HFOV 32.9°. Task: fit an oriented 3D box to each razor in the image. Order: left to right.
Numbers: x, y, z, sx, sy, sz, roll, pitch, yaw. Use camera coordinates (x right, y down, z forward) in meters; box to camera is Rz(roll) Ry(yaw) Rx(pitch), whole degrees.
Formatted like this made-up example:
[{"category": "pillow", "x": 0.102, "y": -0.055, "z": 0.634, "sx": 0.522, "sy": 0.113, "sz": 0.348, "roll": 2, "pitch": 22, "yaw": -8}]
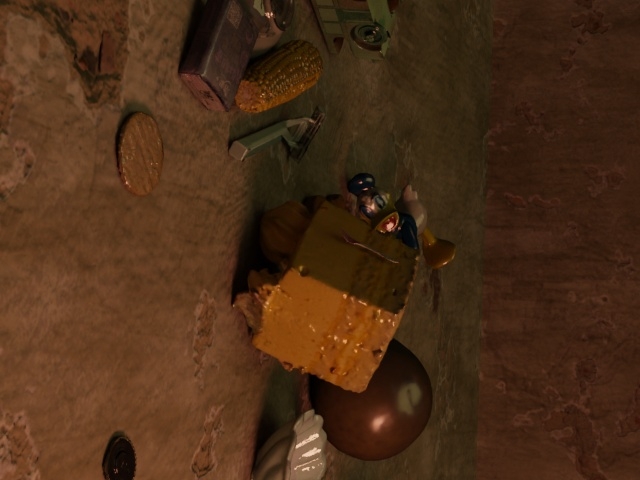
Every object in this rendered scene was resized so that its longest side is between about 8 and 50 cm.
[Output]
[{"category": "razor", "x": -0.086, "y": -0.181, "z": 1.906, "sx": 0.111, "sy": 0.056, "sz": 0.278, "roll": -58, "pitch": 164, "yaw": 24}]

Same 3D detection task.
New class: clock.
[{"category": "clock", "x": -0.271, "y": 0.307, "z": 1.476, "sx": 0.083, "sy": 0.010, "sz": 0.074, "roll": 68, "pitch": 30, "yaw": -46}]

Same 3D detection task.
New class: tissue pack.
[{"category": "tissue pack", "x": -0.156, "y": -0.293, "z": 1.681, "sx": 0.112, "sy": 0.051, "sz": 0.156, "roll": 50, "pitch": 53, "yaw": -57}]

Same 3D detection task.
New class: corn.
[{"category": "corn", "x": -0.071, "y": -0.284, "z": 1.876, "sx": 0.260, "sy": 0.091, "sz": 0.091, "roll": -47, "pitch": 156, "yaw": -57}]

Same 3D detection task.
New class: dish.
[{"category": "dish", "x": -0.100, "y": -0.412, "z": 1.808, "sx": 0.246, "sy": 0.078, "sz": 0.224, "roll": 66, "pitch": 33, "yaw": -48}]

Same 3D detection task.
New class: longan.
[{"category": "longan", "x": 0.097, "y": 0.308, "z": 2.162, "sx": 0.258, "sy": 0.258, "sz": 0.258, "roll": 1, "pitch": 90, "yaw": -70}]

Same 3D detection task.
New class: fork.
[{"category": "fork", "x": 0.080, "y": 0.011, "z": 1.808, "sx": 0.012, "sy": 0.115, "sz": 0.016, "roll": -59, "pitch": -175, "yaw": 43}]

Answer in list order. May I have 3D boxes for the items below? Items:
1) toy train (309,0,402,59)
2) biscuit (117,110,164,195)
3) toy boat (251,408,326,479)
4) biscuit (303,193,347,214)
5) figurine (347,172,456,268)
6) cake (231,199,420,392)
[{"category": "toy train", "x": 0.060, "y": -0.496, "z": 2.129, "sx": 0.326, "sy": 0.159, "sz": 0.129, "roll": 64, "pitch": 36, "yaw": -57}, {"category": "biscuit", "x": -0.250, "y": -0.121, "z": 1.507, "sx": 0.120, "sy": 0.015, "sz": 0.120, "roll": 2, "pitch": 90, "yaw": -69}, {"category": "toy boat", "x": -0.059, "y": 0.444, "z": 1.927, "sx": 0.199, "sy": 0.100, "sz": 0.290, "roll": 22, "pitch": 69, "yaw": -68}, {"category": "biscuit", "x": 0.003, "y": 0.000, "z": 2.159, "sx": 0.295, "sy": 0.044, "sz": 0.186, "roll": -23, "pitch": 111, "yaw": -68}, {"category": "figurine", "x": 0.133, "y": -0.019, "z": 2.408, "sx": 0.338, "sy": 0.204, "sz": 0.284, "roll": 54, "pitch": 47, "yaw": -40}, {"category": "cake", "x": 0.000, "y": 0.082, "z": 1.874, "sx": 0.227, "sy": 0.286, "sz": 0.222, "roll": -67, "pitch": 180, "yaw": -49}]
